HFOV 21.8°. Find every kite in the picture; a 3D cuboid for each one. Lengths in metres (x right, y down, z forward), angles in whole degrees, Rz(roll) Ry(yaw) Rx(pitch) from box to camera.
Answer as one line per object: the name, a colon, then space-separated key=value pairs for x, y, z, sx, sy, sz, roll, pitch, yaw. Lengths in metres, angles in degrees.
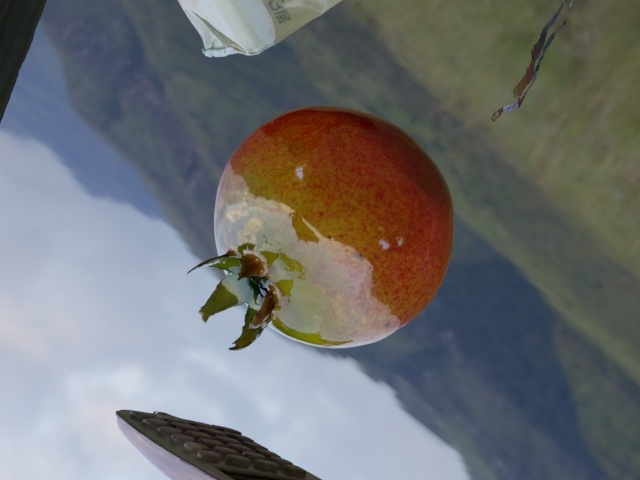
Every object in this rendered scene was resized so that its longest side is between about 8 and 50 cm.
kite: x=0.184 y=-0.185 z=1.114 sx=0.015 sy=0.245 sz=0.141 roll=32 pitch=167 yaw=6

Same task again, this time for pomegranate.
pomegranate: x=0.000 y=0.000 z=1.485 sx=0.221 sy=0.257 sz=0.221 roll=40 pitch=154 yaw=25

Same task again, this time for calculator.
calculator: x=-0.086 y=0.231 z=1.664 sx=0.194 sy=0.043 sz=0.294 roll=15 pitch=-174 yaw=-40

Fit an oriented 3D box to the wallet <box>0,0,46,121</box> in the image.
wallet: x=-0.219 y=-0.138 z=0.869 sx=0.168 sy=0.245 sz=0.052 roll=26 pitch=167 yaw=-33

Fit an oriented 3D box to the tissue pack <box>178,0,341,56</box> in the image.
tissue pack: x=-0.053 y=-0.425 z=1.560 sx=0.405 sy=0.332 sz=0.205 roll=60 pitch=168 yaw=-20
